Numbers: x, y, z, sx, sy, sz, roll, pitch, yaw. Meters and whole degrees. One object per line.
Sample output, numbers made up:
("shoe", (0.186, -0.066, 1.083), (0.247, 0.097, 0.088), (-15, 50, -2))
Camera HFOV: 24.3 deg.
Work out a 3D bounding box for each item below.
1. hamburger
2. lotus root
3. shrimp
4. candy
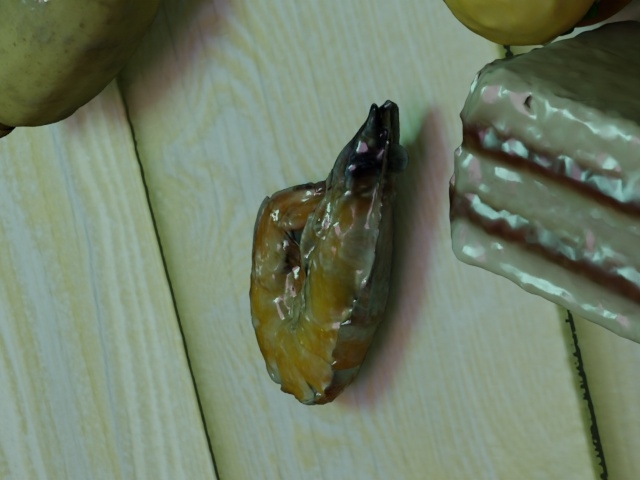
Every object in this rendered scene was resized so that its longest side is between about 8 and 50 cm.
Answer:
("hamburger", (0.138, -0.202, 0.942), (0.162, 0.115, 0.162), (19, 116, 45))
("lotus root", (-0.246, -0.199, 1.332), (0.342, 0.151, 0.169), (-37, 33, 47))
("shrimp", (0.000, 0.000, 1.218), (0.164, 0.062, 0.317), (45, 136, 31))
("candy", (0.238, -0.016, 0.851), (0.320, 0.179, 0.135), (28, 124, 39))
